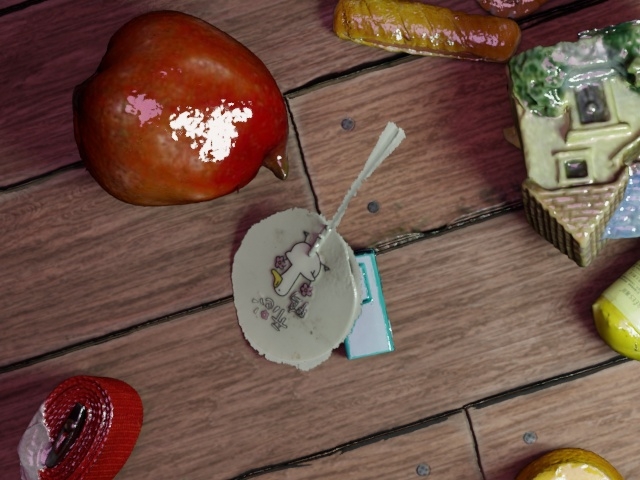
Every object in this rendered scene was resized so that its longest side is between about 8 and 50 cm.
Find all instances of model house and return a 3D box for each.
[{"bbox_3d":[0.414,-0.122,1.798,0.321,0.261,0.266,-8,69,10],"label":"model house"}]

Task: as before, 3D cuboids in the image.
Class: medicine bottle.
[{"bbox_3d":[0.502,0.069,1.884,0.239,0.124,0.124,-43,85,3],"label":"medicine bottle"}]

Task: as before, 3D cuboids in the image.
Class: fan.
[{"bbox_3d":[0.000,0.000,1.897,0.233,0.012,0.414,40,112,23],"label":"fan"}]

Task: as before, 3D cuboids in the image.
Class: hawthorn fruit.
[{"bbox_3d":[-0.205,-0.190,1.879,0.311,0.295,0.295,-8,87,3],"label":"hawthorn fruit"}]

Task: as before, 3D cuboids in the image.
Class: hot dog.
[{"bbox_3d":[0.160,-0.320,1.959,0.286,0.061,0.087,5,76,3],"label":"hot dog"}]

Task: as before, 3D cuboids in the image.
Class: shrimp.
[{"bbox_3d":[0.322,-0.386,1.958,0.184,0.043,0.091,-12,85,9],"label":"shrimp"}]

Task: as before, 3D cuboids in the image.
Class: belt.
[{"bbox_3d":[-0.351,0.294,1.937,0.128,0.124,0.201,35,96,22],"label":"belt"}]

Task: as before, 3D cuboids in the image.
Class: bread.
[{"bbox_3d":[0.373,0.432,1.862,0.195,0.142,0.269,-22,84,5],"label":"bread"}]

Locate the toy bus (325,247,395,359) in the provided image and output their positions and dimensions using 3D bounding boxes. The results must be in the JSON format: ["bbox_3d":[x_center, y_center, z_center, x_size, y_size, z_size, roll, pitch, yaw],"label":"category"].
[{"bbox_3d":[0.060,0.092,1.928,0.079,0.092,0.160,-11,86,3],"label":"toy bus"}]
